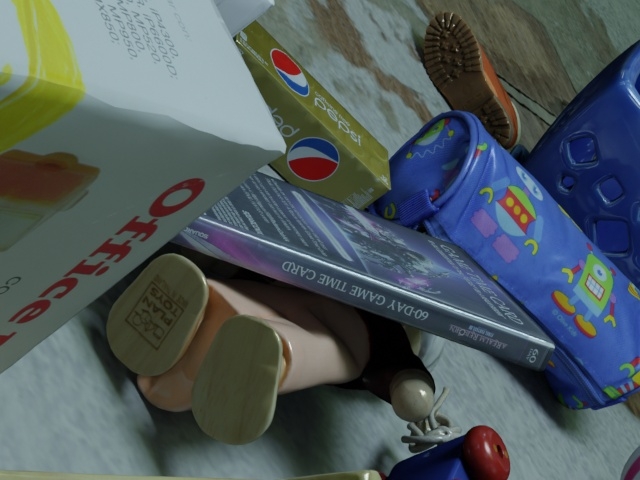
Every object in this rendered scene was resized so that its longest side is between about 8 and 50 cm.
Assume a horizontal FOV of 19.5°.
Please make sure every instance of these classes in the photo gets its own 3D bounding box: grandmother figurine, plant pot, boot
[{"bbox_3d":[-0.009,0.060,1.224,0.208,0.104,0.342,46,17,20],"label":"grandmother figurine"},{"bbox_3d":[0.286,-0.030,1.780,0.236,0.212,0.236,52,23,-4],"label":"plant pot"},{"bbox_3d":[0.159,-0.161,1.927,0.084,0.059,0.158,-1,66,-67],"label":"boot"}]

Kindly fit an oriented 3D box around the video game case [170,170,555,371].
[{"bbox_3d":[0.000,0.000,1.206,0.274,0.026,0.196,21,12,-20],"label":"video game case"}]

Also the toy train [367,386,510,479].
[{"bbox_3d":[0.097,0.200,1.238,0.143,0.105,0.248,62,21,-8],"label":"toy train"}]

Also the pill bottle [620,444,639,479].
[{"bbox_3d":[0.344,0.289,1.508,0.160,0.160,0.283,40,26,-31],"label":"pill bottle"}]

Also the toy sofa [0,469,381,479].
[{"bbox_3d":[-0.139,0.167,0.746,0.362,0.177,0.150,12,70,-52],"label":"toy sofa"}]

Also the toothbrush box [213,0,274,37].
[{"bbox_3d":[-0.151,-0.279,1.378,0.216,0.126,0.295,40,25,-30],"label":"toothbrush box"}]

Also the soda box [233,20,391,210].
[{"bbox_3d":[-0.024,-0.096,1.461,0.181,0.058,0.061,44,24,-25],"label":"soda box"}]

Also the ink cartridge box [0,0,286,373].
[{"bbox_3d":[-0.235,-0.044,0.675,0.385,0.279,0.160,10,48,-59],"label":"ink cartridge box"}]

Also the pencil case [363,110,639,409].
[{"bbox_3d":[0.171,0.026,1.592,0.306,0.119,0.133,43,43,-26],"label":"pencil case"}]
